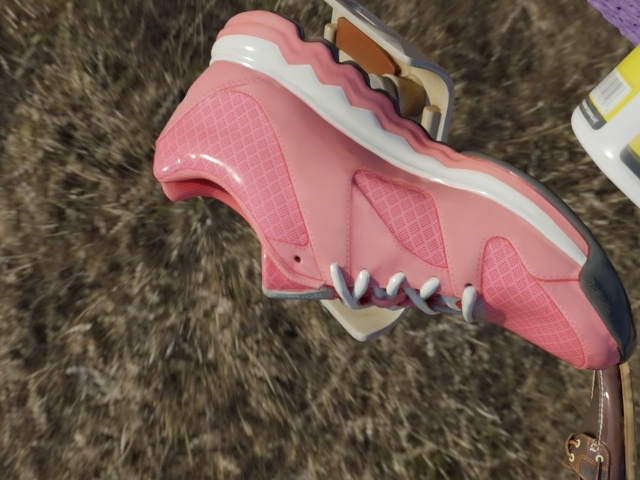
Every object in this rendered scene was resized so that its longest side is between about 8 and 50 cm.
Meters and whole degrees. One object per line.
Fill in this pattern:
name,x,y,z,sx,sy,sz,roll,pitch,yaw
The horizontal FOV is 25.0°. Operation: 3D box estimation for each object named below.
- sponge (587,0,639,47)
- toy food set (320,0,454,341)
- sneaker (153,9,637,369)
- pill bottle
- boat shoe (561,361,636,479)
sponge,0.219,-0.187,0.958,0.031,0.210,0.117,-43,78,-5
toy food set,0.018,-0.085,1.421,0.092,0.220,0.306,-9,124,-29
sneaker,0.035,0.000,0.850,0.313,0.116,0.136,35,77,17
pill bottle,0.231,-0.093,0.772,0.103,0.103,0.184,43,108,-4
boat shoe,0.262,0.210,1.351,0.073,0.073,0.207,-2,95,9
